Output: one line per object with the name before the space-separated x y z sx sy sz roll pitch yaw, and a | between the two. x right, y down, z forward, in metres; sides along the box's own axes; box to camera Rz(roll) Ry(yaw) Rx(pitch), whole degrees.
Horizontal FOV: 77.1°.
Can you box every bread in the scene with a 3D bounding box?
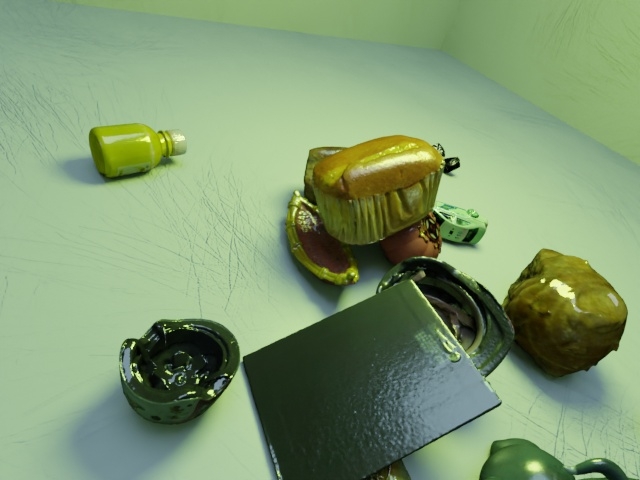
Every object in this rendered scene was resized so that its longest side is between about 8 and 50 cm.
bread | 0.124 -0.129 0.875 0.288 0.156 0.204 -20 43 -13

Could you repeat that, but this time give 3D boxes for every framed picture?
framed picture | 0.064 0.221 0.640 0.339 0.014 0.255 -24 49 -8

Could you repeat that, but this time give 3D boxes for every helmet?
helmet | 0.223 0.153 0.786 0.198 0.154 0.253 -43 72 -8
helmet | -0.213 0.204 0.604 0.153 0.107 0.177 29 21 18

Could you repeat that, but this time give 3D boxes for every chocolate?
chocolate | 0.449 -0.297 1.466 0.070 0.072 0.147 2 36 -14

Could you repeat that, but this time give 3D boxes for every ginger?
ginger | 0.523 0.145 0.863 0.223 0.200 0.269 36 43 24

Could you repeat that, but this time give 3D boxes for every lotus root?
lotus root | 0.086 -0.142 1.072 0.291 0.193 0.193 17 38 -12

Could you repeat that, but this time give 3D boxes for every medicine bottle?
medicine bottle | -0.452 -0.235 1.017 0.213 0.121 0.122 -20 52 -38

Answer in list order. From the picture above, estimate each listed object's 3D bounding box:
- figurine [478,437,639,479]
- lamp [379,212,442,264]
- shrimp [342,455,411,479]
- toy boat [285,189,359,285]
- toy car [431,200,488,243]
figurine | 0.322 0.347 0.528 0.193 0.265 0.140 -21 72 -40
lamp | 0.211 -0.010 0.980 0.182 0.140 0.181 25 53 -38
shrimp | 0.073 0.360 0.559 0.146 0.061 0.267 0 43 -7
toy boat | 0.000 0.006 0.920 0.141 0.099 0.318 -8 42 -24
toy car | 0.347 -0.052 1.120 0.224 0.090 0.076 17 45 0
